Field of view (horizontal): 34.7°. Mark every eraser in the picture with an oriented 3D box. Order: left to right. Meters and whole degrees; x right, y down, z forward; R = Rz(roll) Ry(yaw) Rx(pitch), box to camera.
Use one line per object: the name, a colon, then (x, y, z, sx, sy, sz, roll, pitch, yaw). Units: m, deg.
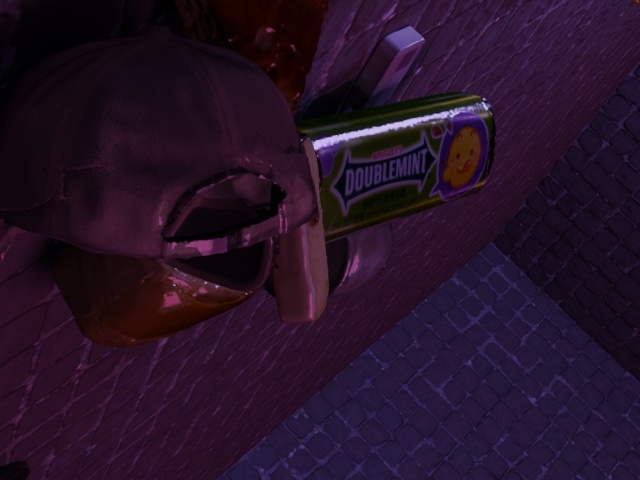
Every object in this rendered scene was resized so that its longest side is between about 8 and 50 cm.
eraser: (0.072, -0.190, 1.156, 0.065, 0.026, 0.105, -35, 165, -45)

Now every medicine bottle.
medicine bottle: (0.000, 0.000, 1.256, 0.147, 0.147, 0.143, -51, 163, 25)

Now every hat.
hat: (-0.131, -0.038, 0.681, 0.231, 0.161, 0.275, 2, 162, -32)

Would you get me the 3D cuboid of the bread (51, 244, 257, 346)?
bread: (-0.131, 0.027, 0.927, 0.140, 0.106, 0.236, -26, 177, 22)

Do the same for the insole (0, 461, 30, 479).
insole: (-0.434, 0.313, 1.164, 0.110, 0.012, 0.309, -47, 169, 12)

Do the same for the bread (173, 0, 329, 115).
bread: (-0.058, -0.150, 0.718, 0.136, 0.054, 0.154, 34, 62, -50)

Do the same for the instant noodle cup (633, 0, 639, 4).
instant noodle cup: (0.322, -0.328, 0.848, 0.264, 0.200, 0.264, -8, 157, -3)

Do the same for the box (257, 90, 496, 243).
box: (0.069, -0.084, 1.151, 0.345, 0.097, 0.134, -17, 119, -48)

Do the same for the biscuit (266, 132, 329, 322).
biscuit: (-0.026, -0.009, 0.989, 0.056, 0.052, 0.188, -62, 148, -63)
